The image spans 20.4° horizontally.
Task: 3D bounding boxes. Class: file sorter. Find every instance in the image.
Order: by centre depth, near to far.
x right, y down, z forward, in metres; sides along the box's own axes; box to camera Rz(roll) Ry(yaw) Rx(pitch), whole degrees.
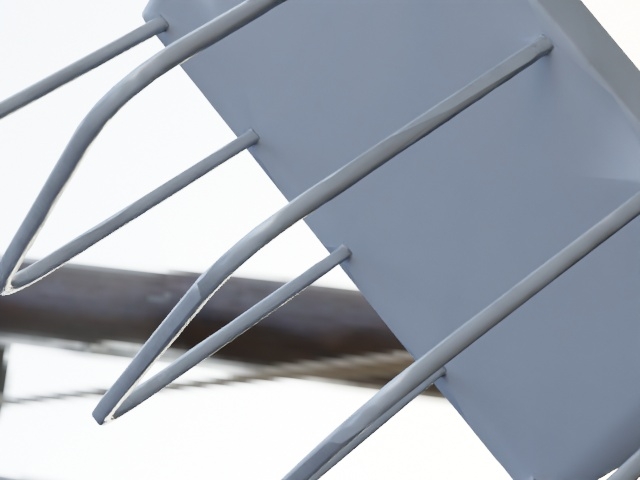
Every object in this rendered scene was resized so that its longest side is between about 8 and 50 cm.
[{"bbox_3d":[0.000,0.000,0.648,0.173,0.278,0.193,-35,-7,-34],"label":"file sorter"}]
